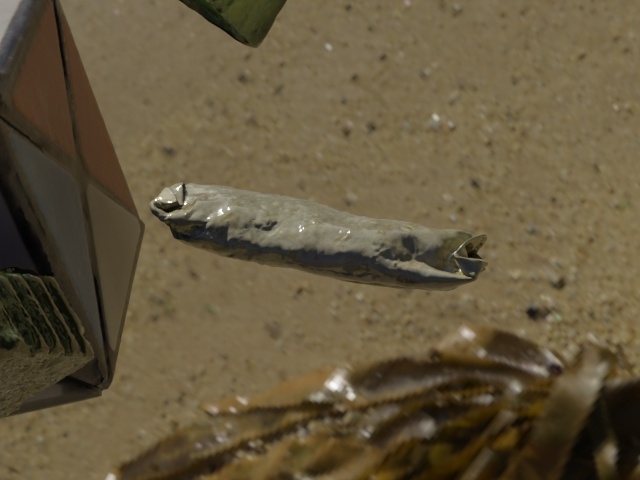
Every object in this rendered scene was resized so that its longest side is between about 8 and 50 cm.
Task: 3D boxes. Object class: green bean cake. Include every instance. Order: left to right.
[{"bbox_3d":[-0.282,0.095,1.197,0.183,0.185,0.094,-31,84,10],"label":"green bean cake"}]

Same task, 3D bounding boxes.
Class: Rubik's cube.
[{"bbox_3d":[-0.355,-0.031,1.429,0.310,0.305,0.307,-14,30,7],"label":"Rubik's cube"}]

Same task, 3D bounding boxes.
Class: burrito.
[{"bbox_3d":[0.000,0.000,1.266,0.275,0.082,0.059,10,102,16],"label":"burrito"}]

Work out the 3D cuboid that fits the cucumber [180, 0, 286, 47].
[{"bbox_3d":[-0.012,-0.213,0.655,0.063,0.115,0.244,33,92,34],"label":"cucumber"}]
